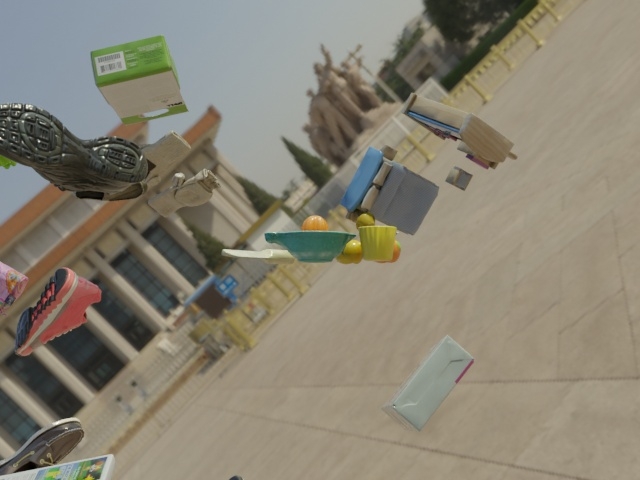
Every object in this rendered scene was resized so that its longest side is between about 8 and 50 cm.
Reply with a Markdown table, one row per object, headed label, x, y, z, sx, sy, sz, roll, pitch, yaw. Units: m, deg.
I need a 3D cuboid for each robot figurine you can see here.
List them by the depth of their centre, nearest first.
| label | x | y | z | sx | sy | sz | roll | pitch | yaw |
| --- | --- | --- | --- | --- | --- | --- | --- | --- | --- |
| robot figurine | -0.890 | -0.252 | 2.091 | 0.101 | 0.115 | 0.067 | -17 | 41 | 18 |

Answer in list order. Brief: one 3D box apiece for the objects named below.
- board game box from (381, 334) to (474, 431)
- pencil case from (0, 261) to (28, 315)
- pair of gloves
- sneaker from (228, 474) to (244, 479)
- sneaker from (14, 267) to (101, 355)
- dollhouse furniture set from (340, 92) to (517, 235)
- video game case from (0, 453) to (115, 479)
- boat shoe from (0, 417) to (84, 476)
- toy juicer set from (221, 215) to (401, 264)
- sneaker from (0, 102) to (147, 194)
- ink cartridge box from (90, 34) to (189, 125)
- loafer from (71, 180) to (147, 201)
| label | x | y | z | sx | sy | sz | roll | pitch | yaw |
| --- | --- | --- | --- | --- | --- | --- | --- | --- | --- |
| board game box | 0.270 | 0.374 | 1.942 | 0.224 | 0.097 | 0.303 | -48 | -8 | -10 |
| pencil case | -0.894 | 0.076 | 1.927 | 0.124 | 0.284 | 0.124 | -55 | 8 | 12 |
| pair of gloves | -0.391 | -0.159 | 1.955 | 0.204 | 0.240 | 0.042 | -22 | 46 | 16 |
| sneaker | -0.232 | 0.813 | 2.261 | 0.090 | 0.145 | 0.270 | -117 | 45 | -58 |
| sneaker | -0.678 | 0.208 | 1.948 | 0.314 | 0.136 | 0.115 | -45 | 38 | 25 |
| dollhouse furniture set | 0.247 | -0.103 | 1.568 | 0.303 | 0.286 | 0.198 | -61 | 37 | 6 |
| video game case | -0.603 | 0.567 | 1.573 | 0.300 | 0.036 | 0.329 | -11 | 13 | -3 |
| boat shoe | -0.756 | 0.590 | 1.982 | 0.324 | 0.097 | 0.116 | -31 | -48 | -33 |
| toy juicer set | 0.000 | 0.000 | 1.467 | 0.329 | 0.089 | 0.209 | -2 | -4 | 17 |
| sneaker | -0.452 | -0.139 | 1.304 | 0.130 | 0.286 | 0.109 | -31 | 47 | 46 |
| ink cartridge box | -0.460 | -0.405 | 1.952 | 0.189 | 0.097 | 0.255 | -14 | -15 | -3 |
| loafer | -0.703 | -0.163 | 2.514 | 0.251 | 0.094 | 0.087 | -5 | 29 | -8 |
